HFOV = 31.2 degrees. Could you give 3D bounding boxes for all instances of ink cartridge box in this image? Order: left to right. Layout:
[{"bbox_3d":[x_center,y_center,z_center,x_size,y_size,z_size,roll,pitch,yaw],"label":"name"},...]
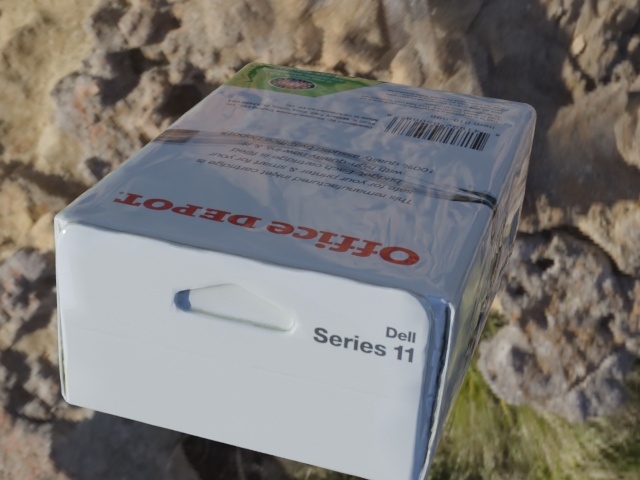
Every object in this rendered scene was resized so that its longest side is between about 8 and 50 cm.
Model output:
[{"bbox_3d":[0.000,0.000,0.495,0.153,0.208,0.086,12,117,14],"label":"ink cartridge box"}]
